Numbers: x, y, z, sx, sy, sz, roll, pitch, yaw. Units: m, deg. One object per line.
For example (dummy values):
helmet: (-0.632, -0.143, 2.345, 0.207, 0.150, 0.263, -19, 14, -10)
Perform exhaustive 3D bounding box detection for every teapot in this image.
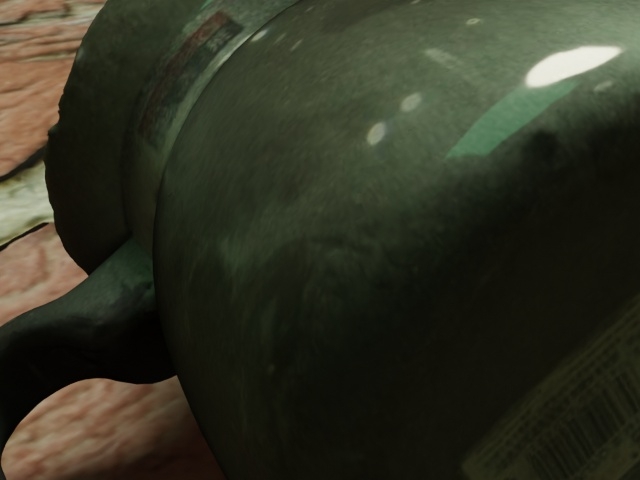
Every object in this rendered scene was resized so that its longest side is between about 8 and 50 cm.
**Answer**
teapot: (0.008, 0.024, 0.700, 0.223, 0.305, 0.285, 17, 15, -38)
